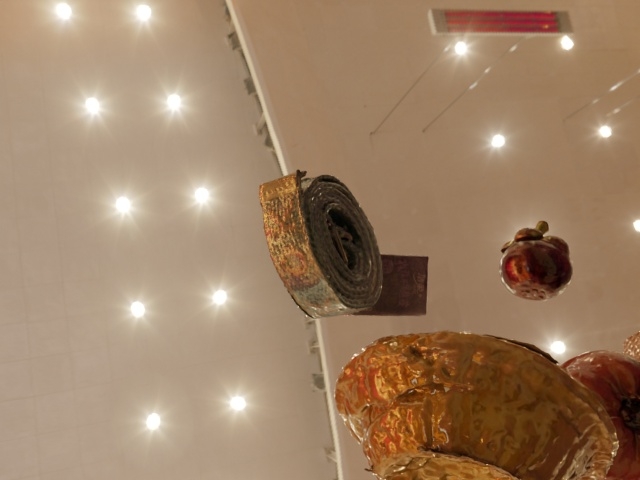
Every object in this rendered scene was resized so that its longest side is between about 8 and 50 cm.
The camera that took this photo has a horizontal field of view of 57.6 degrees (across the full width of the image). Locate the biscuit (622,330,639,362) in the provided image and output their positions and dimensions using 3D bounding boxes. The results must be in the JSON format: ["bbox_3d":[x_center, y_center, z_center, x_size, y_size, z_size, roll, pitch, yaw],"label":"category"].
[{"bbox_3d":[0.678,0.165,1.049,0.054,0.378,0.094,29,-122,2],"label":"biscuit"}]

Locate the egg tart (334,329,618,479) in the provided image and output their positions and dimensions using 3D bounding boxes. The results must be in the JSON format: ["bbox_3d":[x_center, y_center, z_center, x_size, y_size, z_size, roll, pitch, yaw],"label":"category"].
[{"bbox_3d":[0.149,0.212,0.605,0.290,0.290,0.115,30,-131,-7],"label":"egg tart"}]

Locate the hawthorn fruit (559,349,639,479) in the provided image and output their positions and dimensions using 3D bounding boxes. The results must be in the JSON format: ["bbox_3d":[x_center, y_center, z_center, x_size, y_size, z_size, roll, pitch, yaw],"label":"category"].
[{"bbox_3d":[0.390,0.261,0.822,0.197,0.225,0.196,0,-115,-1],"label":"hawthorn fruit"}]

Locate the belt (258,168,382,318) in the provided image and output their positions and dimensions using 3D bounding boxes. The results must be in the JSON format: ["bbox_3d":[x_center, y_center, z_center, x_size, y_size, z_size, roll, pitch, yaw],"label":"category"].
[{"bbox_3d":[0.003,0.008,0.675,0.148,0.082,0.162,-4,-98,-57],"label":"belt"}]

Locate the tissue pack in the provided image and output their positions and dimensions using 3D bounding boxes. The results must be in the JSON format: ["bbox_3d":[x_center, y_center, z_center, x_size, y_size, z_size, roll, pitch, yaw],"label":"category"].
[{"bbox_3d":[0.116,0.080,1.040,0.156,0.051,0.112,3,-92,-19],"label":"tissue pack"}]

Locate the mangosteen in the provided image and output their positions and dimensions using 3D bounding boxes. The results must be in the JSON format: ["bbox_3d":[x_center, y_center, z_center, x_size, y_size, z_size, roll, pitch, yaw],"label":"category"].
[{"bbox_3d":[0.455,0.036,1.239,0.156,0.146,0.181,2,-99,29],"label":"mangosteen"}]
